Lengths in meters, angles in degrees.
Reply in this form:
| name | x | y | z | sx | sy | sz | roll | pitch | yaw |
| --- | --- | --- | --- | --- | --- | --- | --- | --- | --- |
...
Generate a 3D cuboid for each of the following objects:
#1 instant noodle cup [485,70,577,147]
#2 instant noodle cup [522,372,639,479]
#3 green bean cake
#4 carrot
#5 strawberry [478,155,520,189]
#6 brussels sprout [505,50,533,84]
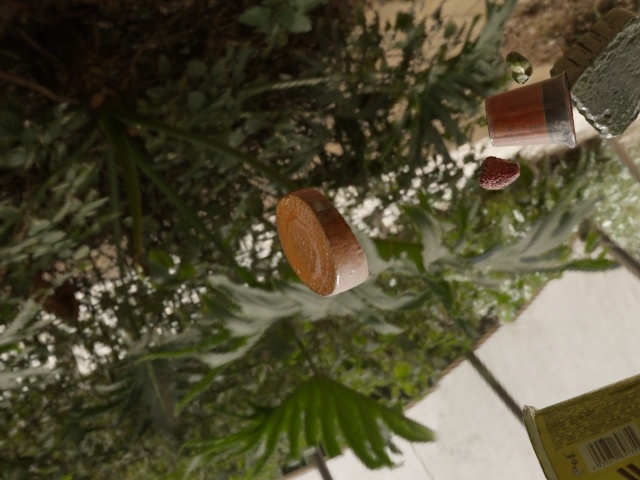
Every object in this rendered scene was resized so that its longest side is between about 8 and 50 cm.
| name | x | y | z | sx | sy | sz | roll | pitch | yaw |
| --- | --- | --- | --- | --- | --- | --- | --- | --- | --- |
| instant noodle cup | 0.350 | -0.209 | 1.381 | 0.135 | 0.127 | 0.127 | -8 | 175 | 20 |
| instant noodle cup | 0.382 | 0.261 | 0.851 | 0.221 | 0.311 | 0.311 | -31 | 168 | 14 |
| green bean cake | 0.537 | -0.308 | 1.514 | 0.183 | 0.094 | 0.185 | 35 | 108 | -33 |
| carrot | 0.000 | 0.000 | 1.889 | 0.100 | 0.258 | 0.307 | -34 | 156 | -22 |
| strawberry | 0.419 | -0.159 | 1.945 | 0.096 | 0.083 | 0.083 | -9 | 176 | 23 |
| brussels sprout | 0.432 | -0.372 | 1.789 | 0.051 | 0.046 | 0.083 | 14 | 168 | 35 |
